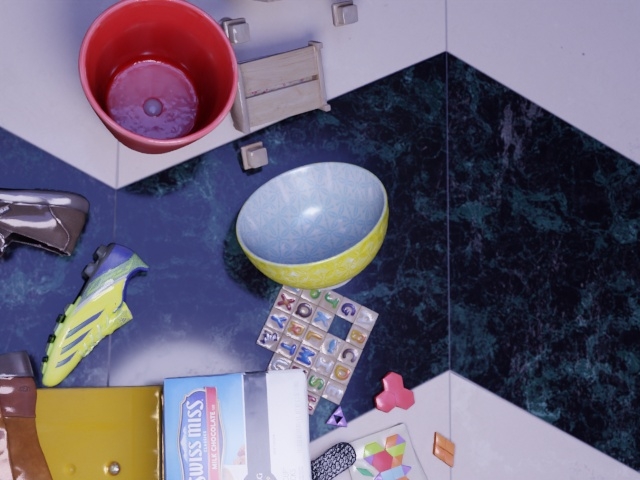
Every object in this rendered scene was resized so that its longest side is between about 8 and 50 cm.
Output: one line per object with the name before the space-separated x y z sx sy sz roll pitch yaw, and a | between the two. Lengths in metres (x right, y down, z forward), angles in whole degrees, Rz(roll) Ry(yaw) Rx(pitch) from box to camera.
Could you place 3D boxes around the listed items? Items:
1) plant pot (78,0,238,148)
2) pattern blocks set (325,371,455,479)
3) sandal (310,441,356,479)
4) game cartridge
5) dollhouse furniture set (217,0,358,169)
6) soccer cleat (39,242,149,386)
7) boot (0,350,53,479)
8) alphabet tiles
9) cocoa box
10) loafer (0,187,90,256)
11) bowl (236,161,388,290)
plant pot | -0.300 -0.276 1.798 0.275 0.243 0.274 2 81 -13
pattern blocks set | 0.132 0.451 1.898 0.285 0.026 0.324 -33 90 -15
sandal | -0.011 0.442 1.855 0.179 0.040 0.067 -30 77 -3
game cartridge | -0.431 0.400 1.725 0.324 0.052 0.285 -2 82 7
dollhouse furniture set | -0.072 -0.360 1.969 0.303 0.174 0.355 -18 115 -27
soccer cleat | -0.410 0.143 1.790 0.121 0.093 0.289 29 77 -14
boot | -0.594 0.344 1.647 0.264 0.096 0.280 -7 81 -33
alphabet tiles | -0.021 0.206 1.910 0.198 0.009 0.237 26 76 -8
cocoa box | -0.147 0.353 1.670 0.228 0.347 0.231 -2 77 -7
loafer | -0.600 -0.030 1.749 0.366 0.134 0.130 2 81 -12
bowl | 0.000 0.000 1.853 0.290 0.289 0.156 -32 132 -15
